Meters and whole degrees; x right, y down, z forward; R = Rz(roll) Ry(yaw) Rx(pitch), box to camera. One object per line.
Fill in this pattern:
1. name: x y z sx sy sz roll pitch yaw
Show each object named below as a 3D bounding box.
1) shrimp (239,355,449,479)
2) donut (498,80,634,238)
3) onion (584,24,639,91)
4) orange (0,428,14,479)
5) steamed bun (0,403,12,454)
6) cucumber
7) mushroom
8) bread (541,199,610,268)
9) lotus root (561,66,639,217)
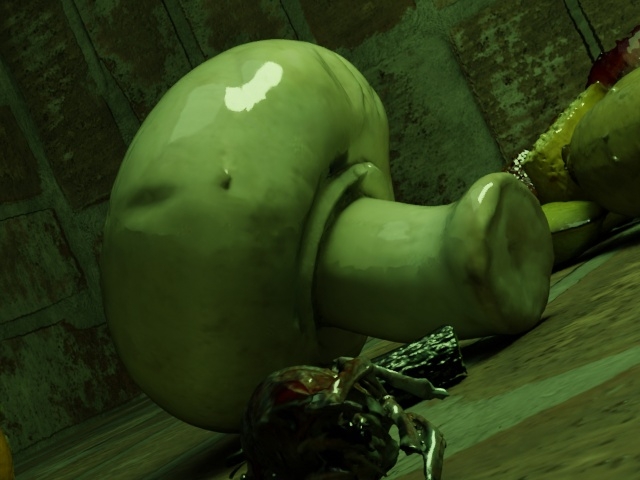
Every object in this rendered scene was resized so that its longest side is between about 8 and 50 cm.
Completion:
1. shrimp: 0.005 0.079 0.440 0.190 0.073 0.074 118 173 -71
2. donut: 0.274 -0.047 1.307 0.112 0.151 0.295 -37 -5 -20
3. onion: 0.443 -0.138 1.284 0.272 0.195 0.272 -9 -37 -7
4. orange: -0.328 0.194 0.864 0.178 0.155 0.177 -22 -40 -20
5. steamed bun: -0.469 0.189 1.022 0.325 0.372 0.230 -30 31 -8
6. cucumber: 0.014 0.099 0.687 0.163 0.039 0.043 -23 -23 -9
7. mushroom: -0.036 -0.007 0.859 0.315 0.315 0.356 -24 -2 -22
8. bread: 0.212 0.016 1.142 0.188 0.065 0.149 -17 14 29
9. lotus root: 0.337 -0.099 1.026 0.169 0.151 0.343 -39 5 -27
